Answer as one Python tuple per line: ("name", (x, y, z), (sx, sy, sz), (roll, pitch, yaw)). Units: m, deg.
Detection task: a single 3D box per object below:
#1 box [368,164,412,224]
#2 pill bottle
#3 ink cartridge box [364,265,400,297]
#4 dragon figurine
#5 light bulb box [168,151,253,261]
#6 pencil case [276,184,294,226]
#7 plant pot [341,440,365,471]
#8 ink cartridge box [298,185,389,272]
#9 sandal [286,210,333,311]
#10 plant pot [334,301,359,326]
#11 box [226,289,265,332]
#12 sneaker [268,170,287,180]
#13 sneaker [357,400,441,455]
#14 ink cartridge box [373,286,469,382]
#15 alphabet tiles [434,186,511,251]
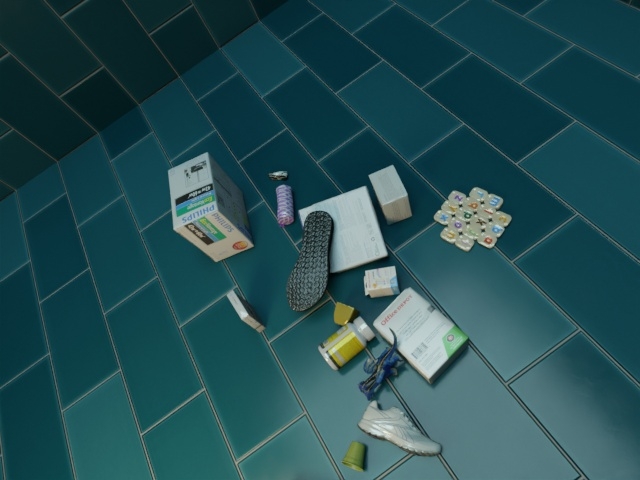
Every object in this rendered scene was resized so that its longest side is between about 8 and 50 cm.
("box", (0.309, -0.197, 1.908), (0.118, 0.181, 0.182), (-22, 58, 6))
("pill bottle", (0.105, 0.400, 1.700), (0.208, 0.119, 0.119), (-38, 58, -3))
("ink cartridge box", (0.248, 0.174, 1.787), (0.143, 0.090, 0.092), (-11, 61, 13))
("dragon figurine", (0.217, 0.462, 1.575), (0.144, 0.289, 0.085), (-21, 45, -36))
("light bulb box", (-0.519, -0.151, 2.066), (0.225, 0.358, 0.361), (-23, 57, 9))
("pencil case", (-0.178, -0.176, 2.125), (0.088, 0.086, 0.206), (-36, 47, 40))
("plant pot", (0.124, 0.761, 1.534), (0.083, 0.083, 0.079), (8, 53, 23))
("ink cartridge box", (0.098, -0.035, 1.908), (0.329, 0.071, 0.324), (-19, 77, 14))
("sandal", (-0.022, 0.093, 1.846), (0.167, 0.107, 0.446), (9, 72, 17))
("plant pot", (0.100, 0.309, 1.775), (0.081, 0.081, 0.083), (18, 79, 26))
("box", (-0.317, 0.306, 1.856), (0.038, 0.186, 0.145), (-38, 57, -4))
("sneaker", (-0.220, -0.340, 2.257), (0.109, 0.040, 0.044), (6, 49, 18))
("sneaker", (0.280, 0.658, 1.514), (0.296, 0.111, 0.129), (15, 63, 24))
("ink cartridge box", (0.375, 0.352, 1.629), (0.211, 0.121, 0.289), (-43, 58, -6))
("alphabet tiles", (0.640, -0.093, 1.833), (0.277, 0.021, 0.284), (32, 77, 30))
